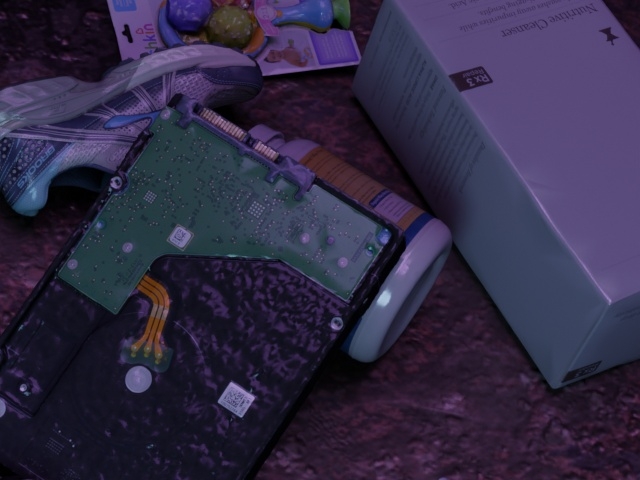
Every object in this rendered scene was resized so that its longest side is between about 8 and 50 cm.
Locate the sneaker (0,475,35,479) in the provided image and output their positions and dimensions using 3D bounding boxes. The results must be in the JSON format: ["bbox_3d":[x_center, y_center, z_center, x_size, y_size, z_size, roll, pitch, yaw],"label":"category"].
[{"bbox_3d":[-0.363,0.283,1.372,0.210,0.137,0.366,27,48,7],"label":"sneaker"}]

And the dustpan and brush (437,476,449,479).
[{"bbox_3d":[0.156,0.280,1.553,0.147,0.060,0.211,-11,64,-33],"label":"dustpan and brush"}]

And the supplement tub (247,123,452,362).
[{"bbox_3d":[0.000,0.000,1.652,0.199,0.144,0.144,33,54,10],"label":"supplement tub"}]

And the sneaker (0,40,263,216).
[{"bbox_3d":[-0.176,-0.095,1.722,0.283,0.110,0.122,-18,79,-21],"label":"sneaker"}]

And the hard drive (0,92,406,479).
[{"bbox_3d":[-0.116,0.075,1.536,0.237,0.064,0.339,32,82,10],"label":"hard drive"}]

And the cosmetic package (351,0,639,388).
[{"bbox_3d":[0.221,-0.076,1.754,0.217,0.156,0.385,-21,61,-28],"label":"cosmetic package"}]

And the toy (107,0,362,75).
[{"bbox_3d":[-0.084,-0.227,1.850,0.237,0.056,0.137,-5,55,-17],"label":"toy"}]
